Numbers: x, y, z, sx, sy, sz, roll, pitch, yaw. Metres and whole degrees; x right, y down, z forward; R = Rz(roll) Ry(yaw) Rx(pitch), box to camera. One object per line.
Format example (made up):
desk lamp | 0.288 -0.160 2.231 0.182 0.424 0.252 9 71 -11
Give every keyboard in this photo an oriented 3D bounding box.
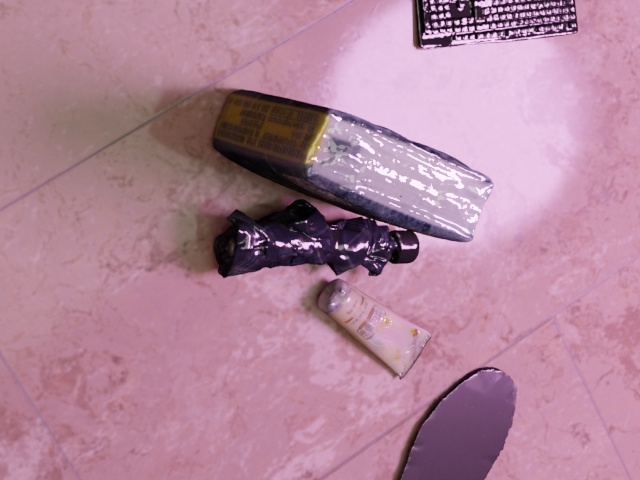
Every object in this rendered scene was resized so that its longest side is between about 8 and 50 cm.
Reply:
keyboard | 0.194 -0.252 1.507 0.196 0.015 0.074 -9 100 -21

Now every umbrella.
umbrella | 0.000 -0.003 1.440 0.224 0.080 0.071 2 62 -26

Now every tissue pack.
tissue pack | 0.022 -0.073 1.331 0.185 0.257 0.081 22 91 -25

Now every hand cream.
hand cream | 0.056 0.093 1.491 0.143 0.039 0.061 36 81 -27

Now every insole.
insole | 0.130 0.282 1.560 0.110 0.012 0.309 26 88 -24
